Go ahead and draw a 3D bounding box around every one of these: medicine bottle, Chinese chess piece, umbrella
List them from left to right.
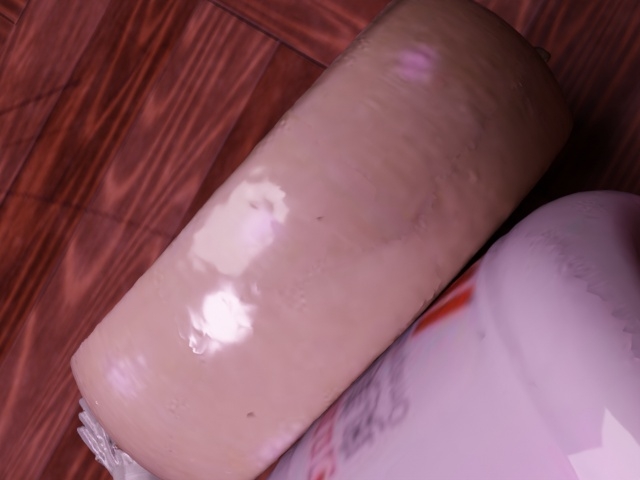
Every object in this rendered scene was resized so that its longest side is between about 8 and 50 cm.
[{"bbox_3d":[-0.101,0.125,0.978,0.062,0.067,0.143,130,132,-56],"label":"umbrella"},{"bbox_3d":[0.000,0.000,0.810,0.102,0.273,0.273,43,108,-1],"label":"Chinese chess piece"},{"bbox_3d":[0.079,0.168,0.672,0.325,0.256,0.256,-47,50,22],"label":"medicine bottle"}]
